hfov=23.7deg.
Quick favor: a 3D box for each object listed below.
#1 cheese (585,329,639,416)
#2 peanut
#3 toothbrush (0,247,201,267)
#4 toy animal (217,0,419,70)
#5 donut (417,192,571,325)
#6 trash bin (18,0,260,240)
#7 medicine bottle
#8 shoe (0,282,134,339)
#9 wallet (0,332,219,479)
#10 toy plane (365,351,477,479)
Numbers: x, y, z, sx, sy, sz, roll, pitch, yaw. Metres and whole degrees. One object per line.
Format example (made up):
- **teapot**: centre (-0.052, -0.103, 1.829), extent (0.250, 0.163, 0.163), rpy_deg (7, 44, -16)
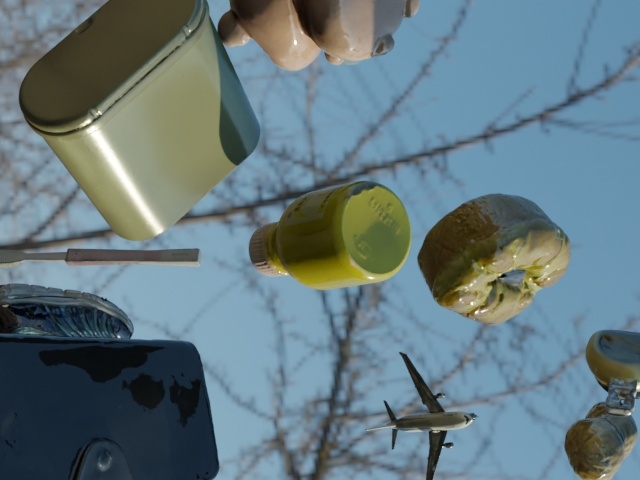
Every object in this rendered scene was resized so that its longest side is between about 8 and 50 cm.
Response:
- **cheese**: centre (0.303, 0.135, 1.520), extent (0.162, 0.086, 0.036), rpy_deg (-54, 151, -63)
- **peanut**: centre (0.391, 0.278, 2.125), extent (0.089, 0.193, 0.089), rpy_deg (5, -77, 23)
- **toothbrush**: centre (-0.197, 0.015, 1.310), extent (0.017, 0.194, 0.014), rpy_deg (63, 29, -61)
- **toy animal**: centre (0.000, -0.325, 2.011), extent (0.210, 0.230, 0.221), rpy_deg (-63, -165, -11)
- **donut**: centre (0.269, 0.025, 2.336), extent (0.208, 0.261, 0.128), rpy_deg (-41, -118, 14)
- **trash bin**: centre (-0.199, -0.146, 1.761), extent (0.121, 0.243, 0.247), rpy_deg (38, -16, 36)
- **medicine bottle**: centre (0.000, 0.000, 1.842), extent (0.212, 0.122, 0.121), rpy_deg (-11, -94, 51)
- **shoe**: centre (-0.337, 0.115, 1.924), extent (0.091, 0.207, 0.106), rpy_deg (-21, -114, 59)
- **wallet**: centre (-0.272, 0.202, 1.760), extent (0.051, 0.378, 0.197), rpy_deg (-22, -109, 38)
- **toy plane**: centre (0.164, 0.279, 2.342), extent (0.226, 0.058, 0.225), rpy_deg (-14, -95, 47)
